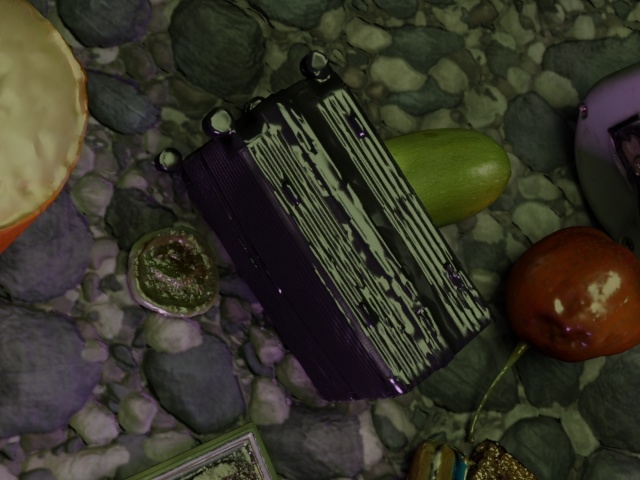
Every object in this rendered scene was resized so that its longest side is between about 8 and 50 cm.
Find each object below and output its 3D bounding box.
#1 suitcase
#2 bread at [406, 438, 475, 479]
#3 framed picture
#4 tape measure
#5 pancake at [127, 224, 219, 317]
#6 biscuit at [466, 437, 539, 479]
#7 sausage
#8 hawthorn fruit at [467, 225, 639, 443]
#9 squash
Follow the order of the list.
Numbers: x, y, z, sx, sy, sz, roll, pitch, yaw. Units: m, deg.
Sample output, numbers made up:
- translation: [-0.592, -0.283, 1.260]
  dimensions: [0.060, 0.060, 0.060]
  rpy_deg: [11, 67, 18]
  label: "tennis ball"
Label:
- translation: [0.000, 0.000, 1.369]
  dimensions: [0.152, 0.229, 0.335]
  rpy_deg: [-34, 94, -20]
  label: "suitcase"
- translation: [0.123, 0.272, 1.463]
  dimensions: [0.072, 0.053, 0.106]
  rpy_deg: [27, 68, -43]
  label: "bread"
- translation: [-0.134, 0.319, 1.348]
  dimensions: [0.252, 0.014, 0.197]
  rpy_deg: [-22, 88, -28]
  label: "framed picture"
- translation: [0.414, -0.087, 1.580]
  dimensions: [0.130, 0.258, 0.265]
  rpy_deg: [-21, 80, -27]
  label: "tape measure"
- translation: [-0.155, 0.035, 1.405]
  dimensions: [0.108, 0.017, 0.108]
  rpy_deg: [9, 70, -24]
  label: "pancake"
- translation: [0.246, 0.306, 1.521]
  dimensions: [0.199, 0.034, 0.064]
  rpy_deg: [38, 64, -12]
  label: "biscuit"
- translation: [-0.352, -0.082, 1.187]
  dimensions: [0.233, 0.287, 0.233]
  rpy_deg: [7, 74, -24]
  label: "sausage"
- translation: [0.251, 0.109, 1.539]
  dimensions: [0.285, 0.165, 0.165]
  rpy_deg: [-40, 97, -3]
  label: "hawthorn fruit"
- translation: [0.140, -0.072, 1.516]
  dimensions: [0.187, 0.123, 0.123]
  rpy_deg: [-14, 84, -27]
  label: "squash"
